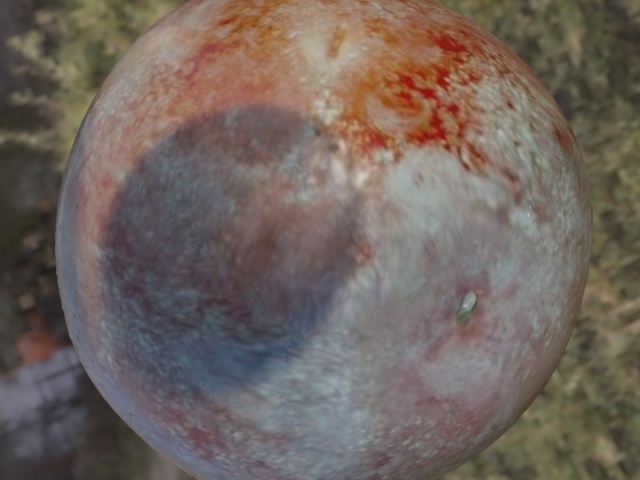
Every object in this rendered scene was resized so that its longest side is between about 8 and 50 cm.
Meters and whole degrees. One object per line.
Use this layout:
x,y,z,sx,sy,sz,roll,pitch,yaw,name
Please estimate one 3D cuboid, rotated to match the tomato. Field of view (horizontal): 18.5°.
0.000,0.000,1.149,0.282,0.316,0.317,28,135,54,tomato
